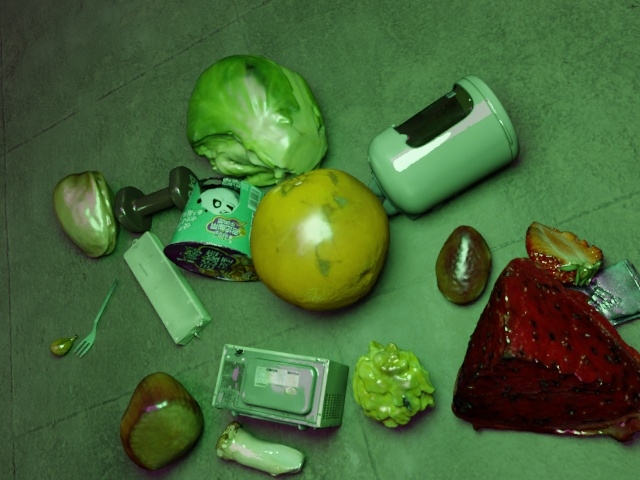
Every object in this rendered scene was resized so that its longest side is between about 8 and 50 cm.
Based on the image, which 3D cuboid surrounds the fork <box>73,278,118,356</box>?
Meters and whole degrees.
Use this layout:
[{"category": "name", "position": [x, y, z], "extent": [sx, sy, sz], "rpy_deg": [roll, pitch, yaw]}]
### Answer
[{"category": "fork", "position": [-0.628, 0.219, 1.361], "extent": [0.039, 0.021, 0.235], "rpy_deg": [23, 81, 22]}]

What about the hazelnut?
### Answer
[{"category": "hazelnut", "position": [-0.366, 0.418, 1.118], "extent": [0.186, 0.210, 0.210], "rpy_deg": [12, 77, 0]}]

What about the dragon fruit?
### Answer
[{"category": "dragon fruit", "position": [0.436, 0.226, 0.896], "extent": [0.328, 0.286, 0.228], "rpy_deg": [14, 45, 3]}]

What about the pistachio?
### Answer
[{"category": "pistachio", "position": [-0.690, -0.072, 1.408], "extent": [0.212, 0.162, 0.261], "rpy_deg": [-20, 79, 36]}]

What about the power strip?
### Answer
[{"category": "power strip", "position": [-0.417, 0.128, 1.294], "extent": [0.106, 0.043, 0.367], "rpy_deg": [-43, 63, 4]}]

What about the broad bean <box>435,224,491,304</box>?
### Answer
[{"category": "broad bean", "position": [0.303, 0.053, 1.017], "extent": [0.114, 0.084, 0.165], "rpy_deg": [18, 87, 42]}]

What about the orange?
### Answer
[{"category": "orange", "position": [0.000, 0.000, 1.029], "extent": [0.311, 0.312, 0.313], "rpy_deg": [-6, 71, 19]}]

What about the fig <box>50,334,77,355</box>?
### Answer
[{"category": "fig", "position": [-0.726, 0.294, 1.361], "extent": [0.083, 0.050, 0.050], "rpy_deg": [-35, 64, -3]}]

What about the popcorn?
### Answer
[{"category": "popcorn", "position": [0.148, 0.291, 0.964], "extent": [0.173, 0.142, 0.174], "rpy_deg": [-9, 69, 25]}]

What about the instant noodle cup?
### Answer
[{"category": "instant noodle cup", "position": [-0.236, -0.029, 1.174], "extent": [0.250, 0.251, 0.190], "rpy_deg": [0, 65, 21]}]

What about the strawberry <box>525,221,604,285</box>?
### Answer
[{"category": "strawberry", "position": [0.464, 0.027, 0.947], "extent": [0.187, 0.146, 0.082], "rpy_deg": [-105, 27, -54]}]

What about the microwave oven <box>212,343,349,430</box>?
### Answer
[{"category": "microwave oven", "position": [-0.082, 0.314, 1.023], "extent": [0.240, 0.194, 0.146], "rpy_deg": [4, 76, 20]}]

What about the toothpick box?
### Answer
[{"category": "toothpick box", "position": [0.248, -0.179, 1.050], "extent": [0.316, 0.229, 0.229], "rpy_deg": [-32, 65, 11]}]

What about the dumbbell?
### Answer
[{"category": "dumbbell", "position": [-0.448, -0.111, 1.333], "extent": [0.225, 0.124, 0.141], "rpy_deg": [-18, 59, 15]}]

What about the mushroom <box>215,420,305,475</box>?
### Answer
[{"category": "mushroom", "position": [-0.132, 0.469, 1.063], "extent": [0.208, 0.071, 0.084], "rpy_deg": [10, 45, 21]}]

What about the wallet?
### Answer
[{"category": "wallet", "position": [0.543, 0.115, 0.930], "extent": [0.165, 0.030, 0.111], "rpy_deg": [-22, 64, 12]}]

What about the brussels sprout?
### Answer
[{"category": "brussels sprout", "position": [-0.157, -0.302, 1.199], "extent": [0.370, 0.276, 0.315], "rpy_deg": [24, 87, 25]}]
